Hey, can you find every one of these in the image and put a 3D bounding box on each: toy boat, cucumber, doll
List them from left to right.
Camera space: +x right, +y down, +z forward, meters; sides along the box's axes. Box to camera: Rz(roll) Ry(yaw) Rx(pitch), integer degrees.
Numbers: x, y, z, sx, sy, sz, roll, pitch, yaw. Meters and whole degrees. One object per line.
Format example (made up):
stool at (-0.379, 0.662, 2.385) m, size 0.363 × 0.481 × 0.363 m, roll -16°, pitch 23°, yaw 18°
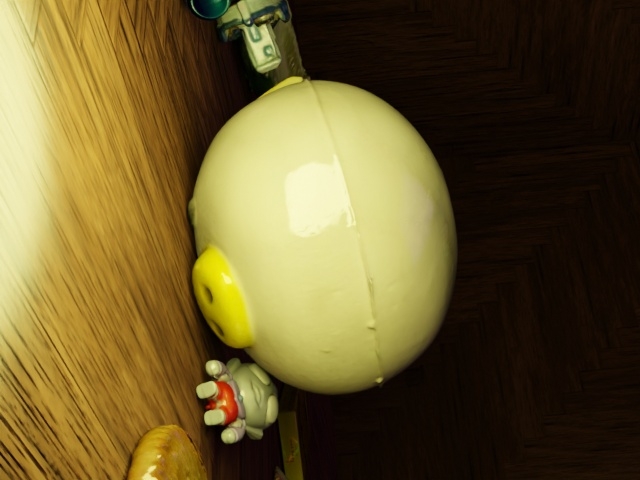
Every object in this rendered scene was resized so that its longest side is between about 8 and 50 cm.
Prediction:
doll at (-0.094, 0.188, 1.236) m, size 0.227 × 0.075 × 0.102 m, roll 25°, pitch 50°, yaw -73°
toy boat at (-0.097, -0.324, 1.599) m, size 0.262 × 0.114 × 0.115 m, roll -98°, pitch 169°, yaw -72°
cucumber at (-0.099, -0.348, 1.870) m, size 0.325 × 0.105 × 0.145 m, roll 78°, pitch 33°, yaw -65°

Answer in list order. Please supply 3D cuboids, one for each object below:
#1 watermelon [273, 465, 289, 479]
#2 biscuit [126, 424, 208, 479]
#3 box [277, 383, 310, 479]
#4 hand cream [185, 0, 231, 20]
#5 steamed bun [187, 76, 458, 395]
watermelon at (-0.052, 0.481, 1.707) m, size 0.245 × 0.063 × 0.119 m, roll -89°, pitch 160°, yaw -59°
biscuit at (-0.116, 0.312, 0.866) m, size 0.318 × 0.040 × 0.318 m, roll -6°, pitch 90°, yaw -87°
box at (-0.049, 0.363, 2.040) m, size 0.279 × 0.041 × 0.153 m, roll -81°, pitch 164°, yaw -80°
hand cream at (-0.157, -0.413, 1.309) m, size 0.120 × 0.061 × 0.271 m, roll 81°, pitch 0°, yaw -70°
steamed bun at (0.007, -0.002, 1.222) m, size 0.334 × 0.334 × 0.374 m, roll -91°, pitch 174°, yaw -57°
